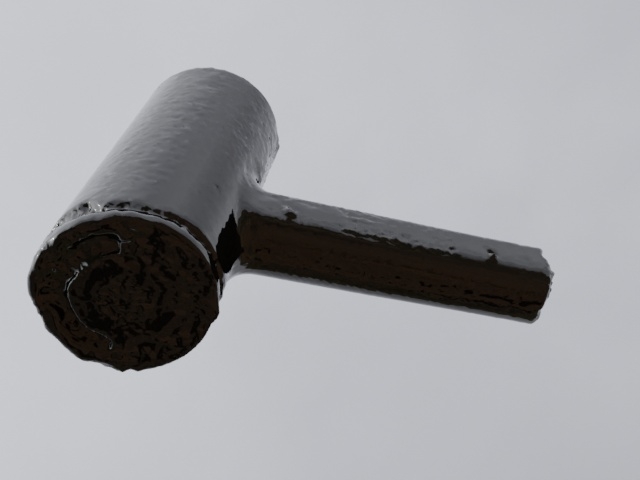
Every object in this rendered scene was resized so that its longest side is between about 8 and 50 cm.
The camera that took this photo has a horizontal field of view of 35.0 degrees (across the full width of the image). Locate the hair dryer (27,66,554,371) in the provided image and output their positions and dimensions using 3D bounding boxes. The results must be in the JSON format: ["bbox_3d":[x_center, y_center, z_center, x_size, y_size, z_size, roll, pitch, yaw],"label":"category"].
[{"bbox_3d":[0.000,0.000,0.542,0.251,0.197,0.089,14,-59,-1],"label":"hair dryer"}]
